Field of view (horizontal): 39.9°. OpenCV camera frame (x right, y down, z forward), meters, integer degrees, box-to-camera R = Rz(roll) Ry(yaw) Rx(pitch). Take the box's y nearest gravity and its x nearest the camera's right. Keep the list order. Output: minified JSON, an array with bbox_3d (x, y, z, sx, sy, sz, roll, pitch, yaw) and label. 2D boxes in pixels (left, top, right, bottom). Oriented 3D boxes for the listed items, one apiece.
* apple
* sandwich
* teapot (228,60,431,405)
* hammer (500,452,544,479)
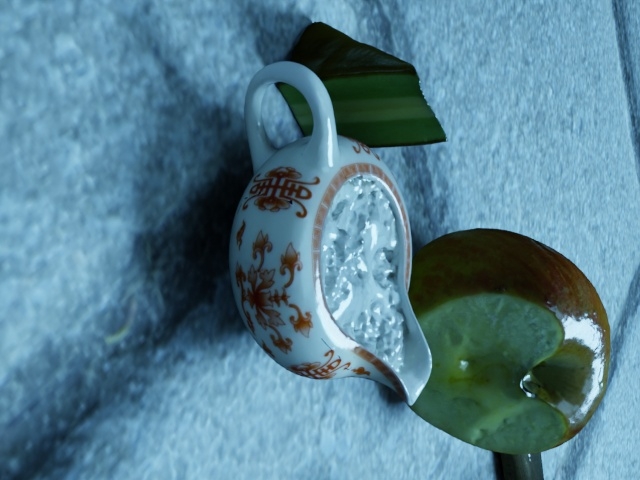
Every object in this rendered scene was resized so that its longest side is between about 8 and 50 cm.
[{"bbox_3d":[0.156,0.081,0.757,0.160,0.173,0.195,-45,130,-43],"label":"apple"},{"bbox_3d":[0.041,-0.116,0.634,0.074,0.116,0.074,59,46,-38],"label":"sandwich"},{"bbox_3d":[0.000,0.000,0.585,0.159,0.116,0.246,-43,128,-32],"label":"teapot"},{"bbox_3d":[0.254,0.412,1.022,0.168,0.044,0.440,-32,116,-53],"label":"hammer"}]
